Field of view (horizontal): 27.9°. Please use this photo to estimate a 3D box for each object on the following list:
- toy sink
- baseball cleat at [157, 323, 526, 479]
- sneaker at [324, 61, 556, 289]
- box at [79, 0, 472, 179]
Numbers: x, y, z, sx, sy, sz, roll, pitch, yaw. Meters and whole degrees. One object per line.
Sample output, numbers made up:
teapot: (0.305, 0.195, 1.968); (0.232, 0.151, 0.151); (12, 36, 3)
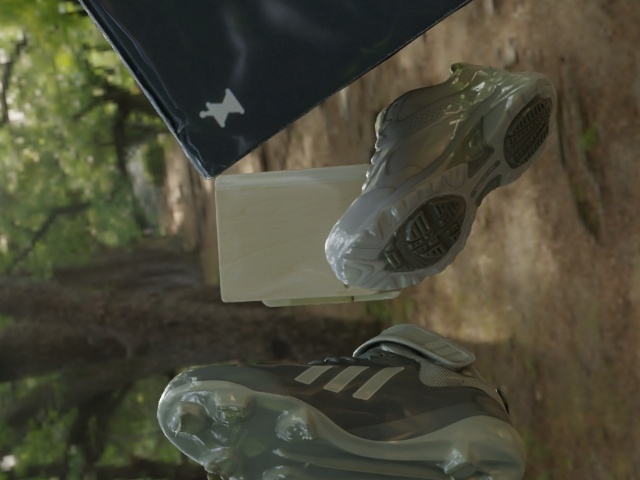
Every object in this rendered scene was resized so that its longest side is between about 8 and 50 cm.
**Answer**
toy sink: (0.000, 0.000, 1.295); (0.234, 0.152, 0.131); (2, -95, -80)
baseball cleat: (0.010, 0.088, 0.694); (0.072, 0.206, 0.109); (-60, 24, 33)
sneaker: (0.073, -0.053, 0.978); (0.115, 0.232, 0.090); (26, 147, 38)
box: (-0.068, -0.244, 0.891); (0.293, 0.212, 0.395); (55, -174, -11)
